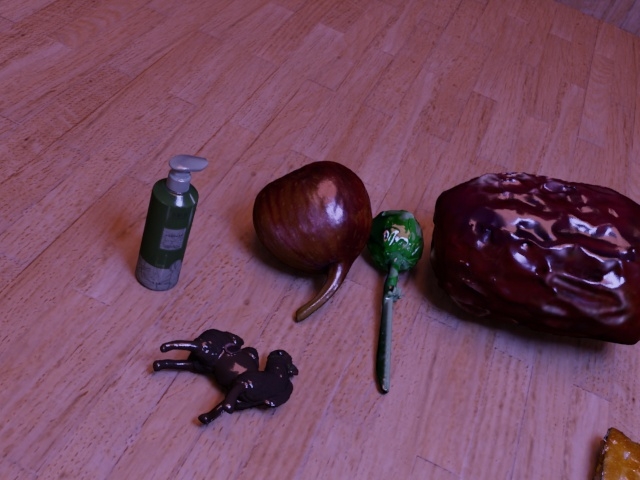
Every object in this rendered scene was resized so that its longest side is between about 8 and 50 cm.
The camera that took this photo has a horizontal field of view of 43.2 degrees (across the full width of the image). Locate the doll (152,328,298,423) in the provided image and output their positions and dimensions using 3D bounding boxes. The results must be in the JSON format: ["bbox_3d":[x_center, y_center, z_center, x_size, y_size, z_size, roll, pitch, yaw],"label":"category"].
[{"bbox_3d":[-0.104,0.161,1.007,0.139,0.057,0.165,42,35,26],"label":"doll"}]

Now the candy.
[{"bbox_3d":[0.103,0.084,1.181,0.097,0.097,0.324,15,49,-7],"label":"candy"}]

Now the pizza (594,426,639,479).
[{"bbox_3d":[0.407,0.311,1.066,0.178,0.041,0.131,-10,51,-32],"label":"pizza"}]

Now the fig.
[{"bbox_3d":[0.005,-0.006,1.176,0.175,0.175,0.207,-12,64,-33],"label":"fig"}]

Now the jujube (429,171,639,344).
[{"bbox_3d":[0.350,0.028,1.216,0.376,0.258,0.258,5,41,0],"label":"jujube"}]

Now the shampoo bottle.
[{"bbox_3d":[-0.196,-0.025,1.058,0.065,0.205,0.065,13,40,-11],"label":"shampoo bottle"}]
